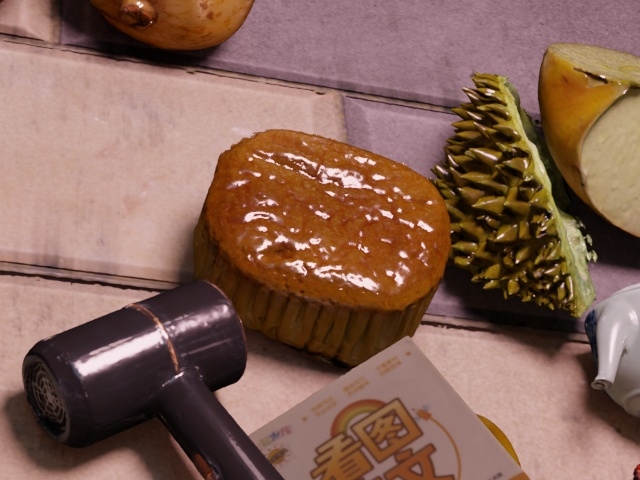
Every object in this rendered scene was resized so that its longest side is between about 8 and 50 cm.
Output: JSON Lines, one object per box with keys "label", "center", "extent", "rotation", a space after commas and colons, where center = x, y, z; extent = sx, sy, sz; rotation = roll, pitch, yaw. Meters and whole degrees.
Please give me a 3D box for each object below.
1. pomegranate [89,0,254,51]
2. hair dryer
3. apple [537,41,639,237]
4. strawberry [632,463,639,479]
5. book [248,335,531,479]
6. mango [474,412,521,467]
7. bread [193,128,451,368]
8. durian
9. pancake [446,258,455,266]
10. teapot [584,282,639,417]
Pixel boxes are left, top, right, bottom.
{"label": "pomegranate", "center": [-0.170, -0.310, 1.684], "extent": [0.215, 0.215, 0.215], "rotation": [12, 46, -12]}
{"label": "hair dryer", "center": [-0.097, 0.190, 1.282], "extent": [0.189, 0.107, 0.352], "rotation": [-21, 53, -33]}
{"label": "apple", "center": [0.394, -0.121, 1.698], "extent": [0.346, 0.179, 0.254], "rotation": [9, 70, -25]}
{"label": "strawberry", "center": [0.366, 0.276, 1.461], "extent": [0.104, 0.048, 0.152], "rotation": [-18, 44, -26]}
{"label": "book", "center": [0.069, 0.229, 1.289], "extent": [0.208, 0.020, 0.295], "rotation": [-32, 48, -10]}
{"label": "mango", "center": [0.115, 0.242, 1.352], "extent": [0.137, 0.098, 0.195], "rotation": [23, 49, -7]}
{"label": "bread", "center": [0.000, 0.000, 1.499], "extent": [0.253, 0.142, 0.227], "rotation": [23, 52, -3]}
{"label": "durian", "center": [0.225, -0.076, 1.644], "extent": [0.198, 0.163, 0.394], "rotation": [18, 31, -10]}
{"label": "pancake", "center": [0.131, -0.014, 1.656], "extent": [0.115, 0.011, 0.115], "rotation": [13, 43, -13]}
{"label": "teapot", "center": [0.356, 0.132, 1.528], "extent": [0.232, 0.159, 0.159], "rotation": [22, 40, -32]}
